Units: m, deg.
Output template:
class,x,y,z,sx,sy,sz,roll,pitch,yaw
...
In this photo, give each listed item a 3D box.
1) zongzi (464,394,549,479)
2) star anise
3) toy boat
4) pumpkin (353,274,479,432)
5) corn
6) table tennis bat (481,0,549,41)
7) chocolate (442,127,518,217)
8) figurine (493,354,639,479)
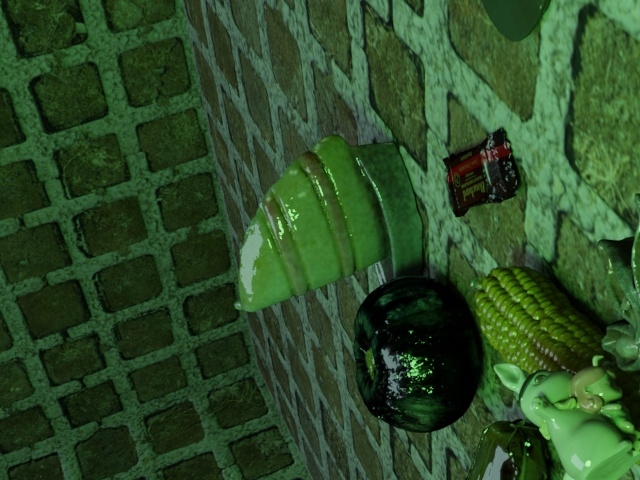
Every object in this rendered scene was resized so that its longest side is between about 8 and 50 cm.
class,x,y,z,sx,sy,sz,roll,pitch,yaw
zongzi,0.194,0.358,1.315,0.111,0.241,0.248,-128,23,-55
star anise,0.299,0.079,0.794,0.236,0.108,0.223,89,172,-68
toy boat,0.026,-0.021,1.483,0.111,0.293,0.276,-133,42,-59
pumpkin,0.139,0.167,1.440,0.233,0.163,0.233,172,90,-76
corn,0.262,0.131,1.031,0.313,0.101,0.102,-127,22,-53
table tennis bat,0.189,-0.275,0.932,0.234,0.022,0.131,111,139,-73
chocolate,0.190,-0.077,1.190,0.182,0.028,0.086,146,112,-75
figurine,0.238,0.154,0.927,0.146,0.098,0.081,62,179,41
